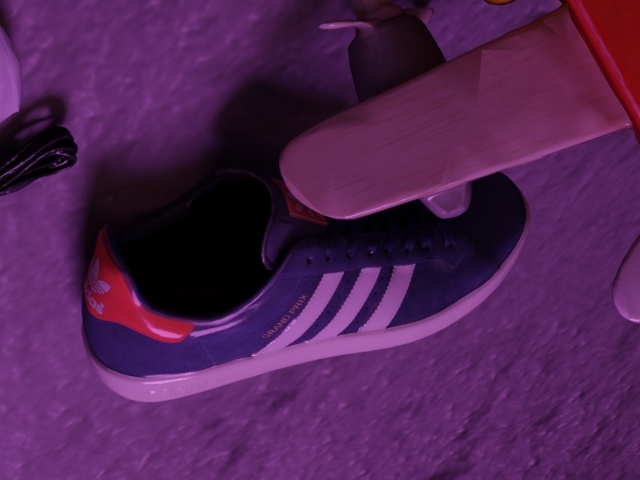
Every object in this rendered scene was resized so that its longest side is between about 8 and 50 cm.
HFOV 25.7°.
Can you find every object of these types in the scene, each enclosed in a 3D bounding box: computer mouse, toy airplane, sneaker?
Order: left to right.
[{"bbox_3d":[-0.208,-0.085,0.818,0.106,0.042,0.193,-25,140,-13],"label":"computer mouse"},{"bbox_3d":[0.000,0.000,0.990,0.350,0.131,0.148,-21,143,-19],"label":"sneaker"},{"bbox_3d":[0.205,-0.148,0.886,0.386,0.272,0.385,16,109,-8],"label":"toy airplane"}]
